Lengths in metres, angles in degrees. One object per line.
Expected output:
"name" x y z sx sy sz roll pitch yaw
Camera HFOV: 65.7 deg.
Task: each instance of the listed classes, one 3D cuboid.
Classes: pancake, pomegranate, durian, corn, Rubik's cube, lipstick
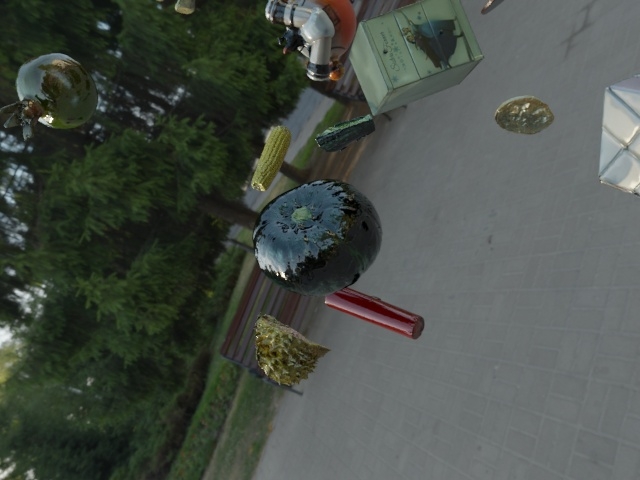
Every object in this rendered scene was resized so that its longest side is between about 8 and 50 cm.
"pancake" 0.553 -0.337 1.349 0.151 0.151 0.025 -44 25 60
"pomegranate" -0.637 -0.332 1.161 0.181 0.181 0.224 -51 9 50
"durian" -0.121 0.417 1.785 0.196 0.305 0.185 -60 21 -9
"corn" -0.137 -0.236 1.408 0.206 0.067 0.067 -69 13 -15
"Rubik's cube" 0.733 -0.219 0.989 0.221 0.224 0.231 45 157 54
"lipstick" 0.141 0.187 1.319 0.279 0.073 0.073 18 82 34

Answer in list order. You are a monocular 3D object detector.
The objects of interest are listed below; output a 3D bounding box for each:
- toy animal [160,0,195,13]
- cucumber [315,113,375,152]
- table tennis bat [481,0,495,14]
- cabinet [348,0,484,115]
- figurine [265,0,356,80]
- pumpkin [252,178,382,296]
"toy animal" -0.258 -0.519 0.899 0.233 0.121 0.169 9 98 36
"cucumber" 0.087 -0.351 1.629 0.193 0.086 0.115 -24 17 11
"table tennis bat" 0.466 -0.594 1.073 0.274 0.021 0.154 -37 2 28
"cabinet" 0.188 -0.374 0.999 0.150 0.206 0.145 132 117 -83
"figurine" -0.004 -0.637 1.464 0.196 0.320 0.323 -24 26 33
"pumpkin" 0.000 0.000 1.199 0.315 0.238 0.315 -17 41 16
